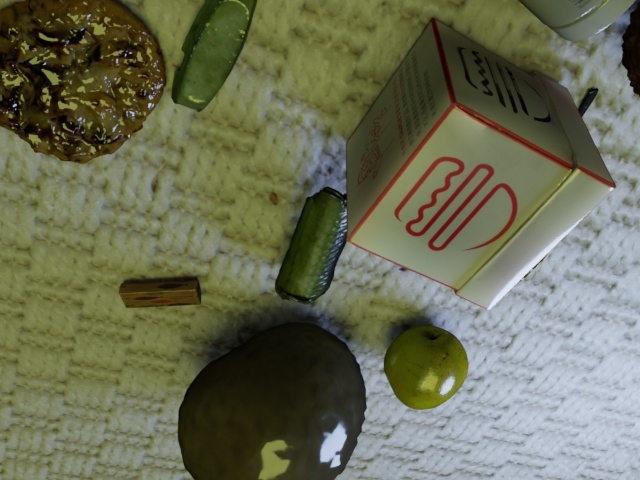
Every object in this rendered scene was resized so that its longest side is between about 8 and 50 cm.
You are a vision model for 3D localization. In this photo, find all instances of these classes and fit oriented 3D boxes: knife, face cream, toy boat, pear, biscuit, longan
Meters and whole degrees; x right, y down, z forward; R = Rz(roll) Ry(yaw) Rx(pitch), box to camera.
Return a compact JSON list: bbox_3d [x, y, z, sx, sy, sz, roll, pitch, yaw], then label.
[{"bbox_3d":[0.465,-0.213,1.333,0.023,0.010,0.170,12,131,-12],"label":"knife"},{"bbox_3d":[0.369,-0.410,1.051,0.153,0.177,0.177,30,124,-22],"label":"face cream"},{"bbox_3d":[-0.176,-0.328,1.190,0.093,0.055,0.293,19,128,-20],"label":"toy boat"},{"bbox_3d":[0.245,0.290,1.658,0.198,0.198,0.198,-1,131,-1],"label":"pear"},{"bbox_3d":[-0.429,-0.270,1.221,0.289,0.081,0.334,28,124,-24],"label":"biscuit"},{"bbox_3d":[-0.102,0.406,1.607,0.436,0.404,0.404,-26,127,17],"label":"longan"}]

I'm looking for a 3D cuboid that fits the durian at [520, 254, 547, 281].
[{"bbox_3d":[0.388,0.040,1.513,0.139,0.144,0.252,-4,138,-51],"label":"durian"}]

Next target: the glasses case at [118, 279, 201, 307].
[{"bbox_3d":[-0.353,0.115,1.582,0.170,0.041,0.065,-4,142,1],"label":"glasses case"}]

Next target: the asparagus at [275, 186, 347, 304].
[{"bbox_3d":[0.000,0.000,1.391,0.128,0.108,0.382,-30,157,-33],"label":"asparagus"}]

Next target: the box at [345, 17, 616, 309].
[{"bbox_3d":[0.240,-0.130,1.204,0.300,0.314,0.312,24,127,-18],"label":"box"}]

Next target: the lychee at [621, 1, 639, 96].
[{"bbox_3d":[0.610,-0.320,1.094,0.267,0.267,0.267,-1,131,-1],"label":"lychee"}]
